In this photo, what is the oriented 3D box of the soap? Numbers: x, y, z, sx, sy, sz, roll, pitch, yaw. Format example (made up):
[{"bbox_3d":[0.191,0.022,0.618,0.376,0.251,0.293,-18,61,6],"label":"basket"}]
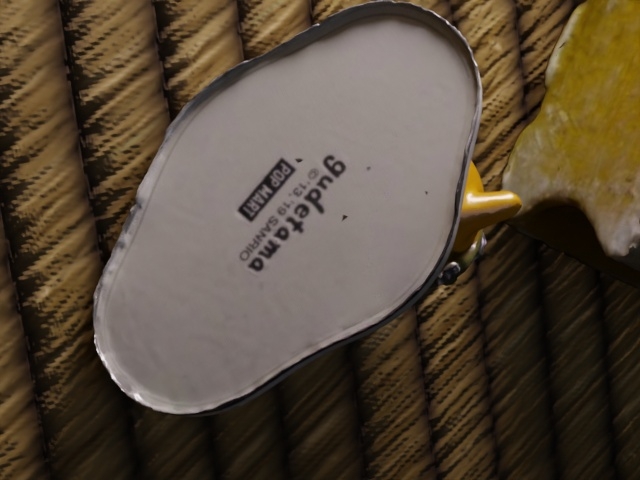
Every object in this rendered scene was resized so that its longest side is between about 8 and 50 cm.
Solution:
[{"bbox_3d":[0.314,-0.085,1.060,0.339,0.169,0.304,23,92,-35],"label":"soap"}]

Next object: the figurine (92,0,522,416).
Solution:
[{"bbox_3d":[0.000,0.000,0.906,0.250,0.166,0.141,-40,157,2],"label":"figurine"}]
